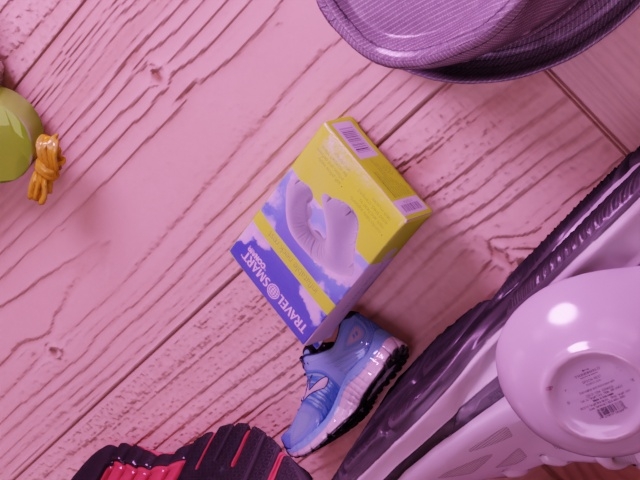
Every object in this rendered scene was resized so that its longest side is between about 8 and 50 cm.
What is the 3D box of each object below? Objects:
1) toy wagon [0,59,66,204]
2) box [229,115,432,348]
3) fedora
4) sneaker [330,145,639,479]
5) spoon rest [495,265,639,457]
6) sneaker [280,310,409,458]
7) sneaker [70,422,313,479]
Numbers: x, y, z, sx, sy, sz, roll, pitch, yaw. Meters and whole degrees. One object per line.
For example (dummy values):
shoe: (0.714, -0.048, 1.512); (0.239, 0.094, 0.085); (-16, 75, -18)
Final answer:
toy wagon: (-0.377, -0.127, 1.201); (0.344, 0.068, 0.267); (21, 124, 0)
box: (0.000, 0.000, 1.117); (0.109, 0.042, 0.178); (51, 127, 18)
fedora: (0.096, -0.208, 0.931); (0.275, 0.124, 0.244); (-17, 109, 30)
sneaker: (0.200, 0.154, 1.056); (0.257, 0.169, 0.447); (42, 122, 0)
spoon rest: (0.244, 0.062, 0.909); (0.276, 0.084, 0.137); (-24, 106, 29)
sneaker: (0.011, 0.122, 1.199); (0.073, 0.063, 0.162); (46, 123, 17)
sneaker: (-0.101, 0.254, 1.279); (0.313, 0.116, 0.136); (-8, 131, 44)
